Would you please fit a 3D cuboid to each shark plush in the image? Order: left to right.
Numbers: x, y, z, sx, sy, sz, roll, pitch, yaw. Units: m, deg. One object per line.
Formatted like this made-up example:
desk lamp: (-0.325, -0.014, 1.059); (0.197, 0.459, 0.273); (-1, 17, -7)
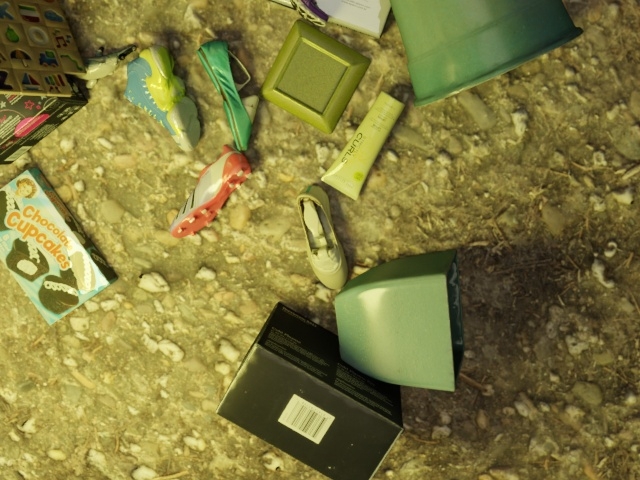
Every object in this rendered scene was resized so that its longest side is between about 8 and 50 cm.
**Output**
shark plush: (-0.489, -0.404, 1.626); (0.161, 0.073, 0.067); (-25, 68, 14)

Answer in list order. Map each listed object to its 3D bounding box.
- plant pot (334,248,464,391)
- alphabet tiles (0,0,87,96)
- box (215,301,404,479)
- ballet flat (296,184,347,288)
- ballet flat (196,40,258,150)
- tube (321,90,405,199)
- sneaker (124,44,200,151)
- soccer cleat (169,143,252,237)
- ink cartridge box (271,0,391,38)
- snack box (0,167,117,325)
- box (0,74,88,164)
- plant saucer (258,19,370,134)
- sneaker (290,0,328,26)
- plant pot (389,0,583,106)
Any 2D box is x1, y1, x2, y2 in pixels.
plant pot: (0.170, 0.167, 1.591); (0.252, 0.248, 0.247); (-3, 101, 16)
alphabet tiles: (-0.640, -0.445, 1.499); (0.011, 0.285, 0.342); (-32, 77, 38)
box: (-0.010, 0.327, 1.592); (0.343, 0.312, 0.179); (30, 103, -1)
ballet flat: (0.000, 0.000, 1.646); (0.086, 0.086, 0.248); (-16, 99, 8)
ballet flat: (-0.185, -0.321, 1.603); (0.087, 0.083, 0.247); (-23, 100, -5)
tube: (0.101, -0.210, 1.611); (0.070, 0.062, 0.240); (45, 111, 37)
sneaker: (-0.356, -0.305, 1.628); (0.126, 0.091, 0.240); (-12, 100, 26)
soccer cleat: (-0.258, -0.107, 1.659); (0.248, 0.083, 0.095); (-44, 65, 16)
ink cartridge box: (0.029, -0.631, 1.530); (0.324, 0.071, 0.330); (20, 99, 0)
snack box: (-0.647, 0.015, 1.714); (0.187, 0.060, 0.322); (-33, 96, 10)
box: (-0.670, -0.290, 1.606); (0.247, 0.163, 0.142); (-34, 93, 10)
plant saucer: (-0.016, -0.355, 1.597); (0.188, 0.045, 0.188); (29, 101, -1)
sneaker: (-0.037, -0.510, 1.488); (0.071, 0.068, 0.170); (-39, 94, 3)
plant pot: (0.271, -0.476, 1.388); (0.341, 0.341, 0.334); (-23, 101, 9)
